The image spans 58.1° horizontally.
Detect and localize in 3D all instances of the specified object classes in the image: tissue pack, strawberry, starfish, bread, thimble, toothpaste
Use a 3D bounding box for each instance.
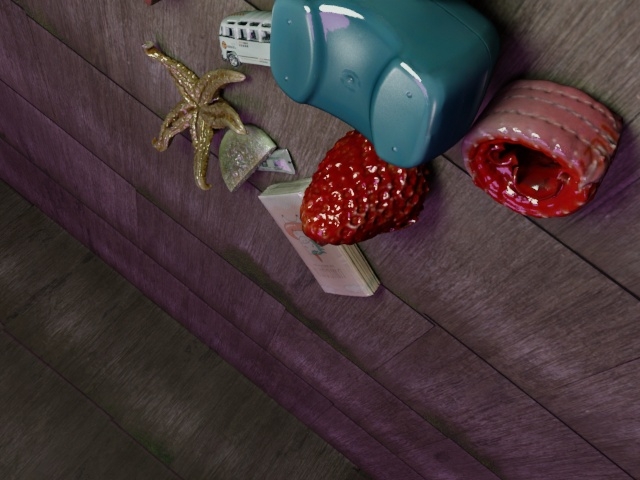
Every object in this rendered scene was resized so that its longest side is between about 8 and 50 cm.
[{"bbox_3d":[0.091,-0.252,0.774,0.287,0.206,0.198,35,149,20],"label":"tissue pack"},{"bbox_3d":[0.064,-0.078,1.018,0.205,0.244,0.205,33,150,22],"label":"strawberry"},{"bbox_3d":[-0.283,-0.293,1.270,0.375,0.094,0.327,-37,86,44],"label":"starfish"},{"bbox_3d":[-0.186,-0.200,1.309,0.193,0.036,0.112,-37,84,42],"label":"bread"},{"bbox_3d":[0.000,0.000,1.375,0.170,0.071,0.325,-1,131,47],"label":"tissue pack"},{"bbox_3d":[0.300,-0.126,0.800,0.190,0.125,0.163,27,151,22],"label":"thimble"},{"bbox_3d":[-0.146,-0.184,1.332,0.218,0.041,0.064,8,127,39],"label":"toothpaste"}]

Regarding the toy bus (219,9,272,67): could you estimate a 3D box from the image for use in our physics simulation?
[{"bbox_3d":[-0.095,-0.349,1.002,0.194,0.087,0.089,19,138,34],"label":"toy bus"}]

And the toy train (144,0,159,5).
[{"bbox_3d":[-0.320,-0.555,0.938,0.221,0.150,0.304,34,150,-10],"label":"toy train"}]

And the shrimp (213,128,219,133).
[{"bbox_3d":[-0.257,-0.287,1.335,0.114,0.023,0.083,-9,120,52],"label":"shrimp"}]
